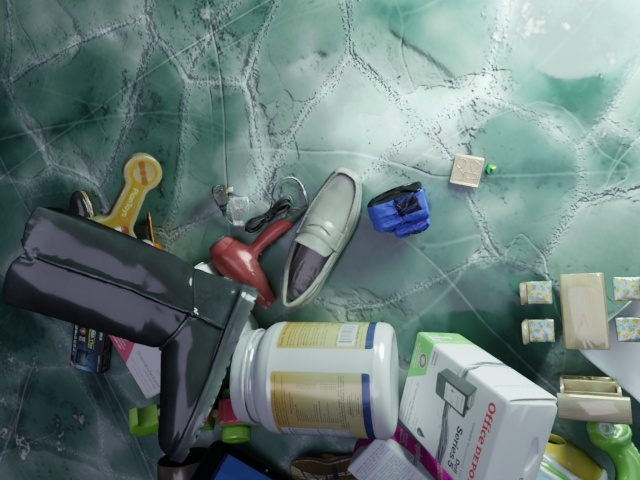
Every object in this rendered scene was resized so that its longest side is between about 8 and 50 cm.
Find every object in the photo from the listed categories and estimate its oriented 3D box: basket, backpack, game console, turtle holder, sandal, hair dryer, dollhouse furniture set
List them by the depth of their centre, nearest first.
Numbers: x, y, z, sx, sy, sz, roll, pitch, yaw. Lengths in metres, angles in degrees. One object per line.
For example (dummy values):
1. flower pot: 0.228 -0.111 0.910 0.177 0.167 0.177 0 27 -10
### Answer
1. dollhouse furniture set: 0.478 0.181 0.882 0.212 0.161 0.242 -5 86 26
2. turtle holder: 0.439 0.474 0.921 0.227 0.243 0.320 52 131 18
3. backpack: 0.159 -0.057 1.000 0.120 0.098 0.101 -15 97 14
4. game console: -0.163 0.618 1.042 0.293 0.250 0.173 33 94 -7
5. hair dryer: -0.140 0.010 1.088 0.223 0.080 0.294 -1 97 13
6. sandal: 0.018 0.521 1.135 0.180 0.049 0.072 -7 101 -1
7. basket: -0.313 0.628 1.162 0.154 0.204 0.227 -5 87 -8

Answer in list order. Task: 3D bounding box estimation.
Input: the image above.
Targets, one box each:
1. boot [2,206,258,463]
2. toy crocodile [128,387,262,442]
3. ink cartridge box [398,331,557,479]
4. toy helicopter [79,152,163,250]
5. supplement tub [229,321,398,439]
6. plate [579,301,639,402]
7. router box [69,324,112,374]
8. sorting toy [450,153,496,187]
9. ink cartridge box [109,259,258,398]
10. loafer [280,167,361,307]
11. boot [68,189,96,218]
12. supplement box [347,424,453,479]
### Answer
1. boot: -0.393 0.175 0.948 0.444 0.146 0.367 23 76 -9
2. toy crocodile: -0.256 0.392 1.113 0.340 0.105 0.115 0 58 -3
3. ink cartridge box: 0.277 0.318 0.922 0.114 0.273 0.199 8 100 -23
4. toy helicopter: -0.441 -0.026 1.110 0.234 0.140 0.355 21 102 -34
5. supplement tub: -0.004 0.282 1.013 0.315 0.228 0.229 -2 97 14
6. plate: 0.692 0.199 0.932 0.278 0.045 0.277 42 104 6
7. router box: -0.580 0.269 1.245 0.092 0.038 0.123 11 99 11
8. sorting toy: 0.311 -0.140 0.997 0.083 0.012 0.062 13 95 15
9. ink cartridge box: -0.318 0.200 1.134 0.282 0.117 0.207 -31 89 15
10. loafer: 0.000 0.000 1.036 0.111 0.111 0.320 22 102 10
11. boot: -0.612 -0.020 1.159 0.076 0.137 0.198 7 98 32
12. supplement box: 0.181 0.504 1.057 0.220 0.111 0.114 39 104 6
